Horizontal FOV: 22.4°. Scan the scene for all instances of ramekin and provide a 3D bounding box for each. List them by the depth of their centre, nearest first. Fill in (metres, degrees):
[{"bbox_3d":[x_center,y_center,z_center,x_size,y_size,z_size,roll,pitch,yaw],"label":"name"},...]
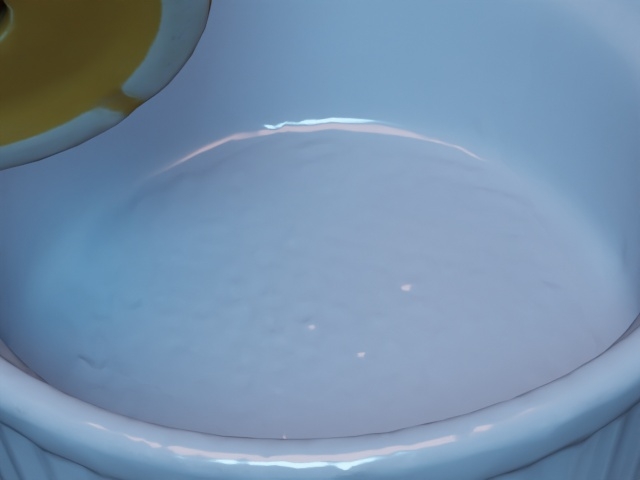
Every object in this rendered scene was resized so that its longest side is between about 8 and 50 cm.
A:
[{"bbox_3d":[0.000,0.000,0.533,0.277,0.135,0.277,-2,46,2],"label":"ramekin"}]

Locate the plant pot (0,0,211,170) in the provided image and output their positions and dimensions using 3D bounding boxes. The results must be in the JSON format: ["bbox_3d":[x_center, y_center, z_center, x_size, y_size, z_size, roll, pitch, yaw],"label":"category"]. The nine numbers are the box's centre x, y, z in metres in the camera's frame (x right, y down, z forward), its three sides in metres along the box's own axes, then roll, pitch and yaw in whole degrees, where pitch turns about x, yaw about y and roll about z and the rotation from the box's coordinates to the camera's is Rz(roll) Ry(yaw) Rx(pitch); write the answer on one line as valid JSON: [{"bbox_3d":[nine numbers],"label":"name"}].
[{"bbox_3d":[-0.115,-0.128,0.447,0.205,0.205,0.188,-13,62,-10],"label":"plant pot"}]
